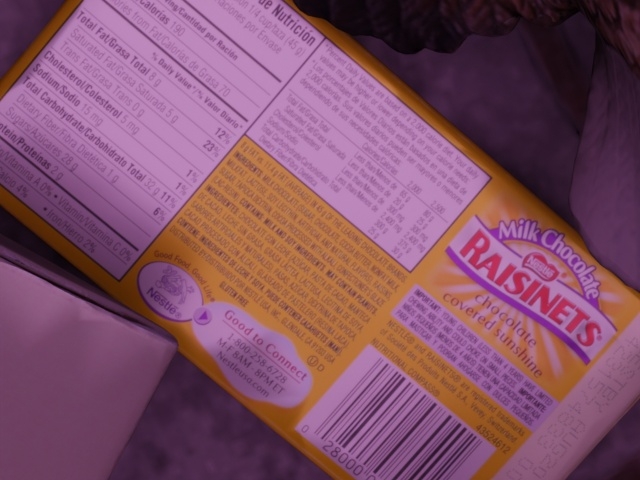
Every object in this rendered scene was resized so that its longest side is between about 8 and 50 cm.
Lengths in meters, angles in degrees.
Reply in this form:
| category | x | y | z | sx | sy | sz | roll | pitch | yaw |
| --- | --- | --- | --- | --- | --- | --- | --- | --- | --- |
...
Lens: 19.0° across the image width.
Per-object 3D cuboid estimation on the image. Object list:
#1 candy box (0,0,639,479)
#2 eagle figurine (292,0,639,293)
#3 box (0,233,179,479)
| category | x | y | z | sx | sy | sz | roll | pitch | yaw |
| --- | --- | --- | --- | --- | --- | --- | --- | --- | --- |
| candy box | 0.000 | 0.000 | 0.568 | 0.206 | 0.027 | 0.105 | 41 | 94 | -7 |
| eagle figurine | 0.056 | -0.146 | 0.475 | 0.298 | 0.225 | 0.226 | 32 | 107 | -16 |
| box | -0.156 | 0.116 | 0.506 | 0.094 | 0.113 | 0.275 | 30 | 87 | -33 |
